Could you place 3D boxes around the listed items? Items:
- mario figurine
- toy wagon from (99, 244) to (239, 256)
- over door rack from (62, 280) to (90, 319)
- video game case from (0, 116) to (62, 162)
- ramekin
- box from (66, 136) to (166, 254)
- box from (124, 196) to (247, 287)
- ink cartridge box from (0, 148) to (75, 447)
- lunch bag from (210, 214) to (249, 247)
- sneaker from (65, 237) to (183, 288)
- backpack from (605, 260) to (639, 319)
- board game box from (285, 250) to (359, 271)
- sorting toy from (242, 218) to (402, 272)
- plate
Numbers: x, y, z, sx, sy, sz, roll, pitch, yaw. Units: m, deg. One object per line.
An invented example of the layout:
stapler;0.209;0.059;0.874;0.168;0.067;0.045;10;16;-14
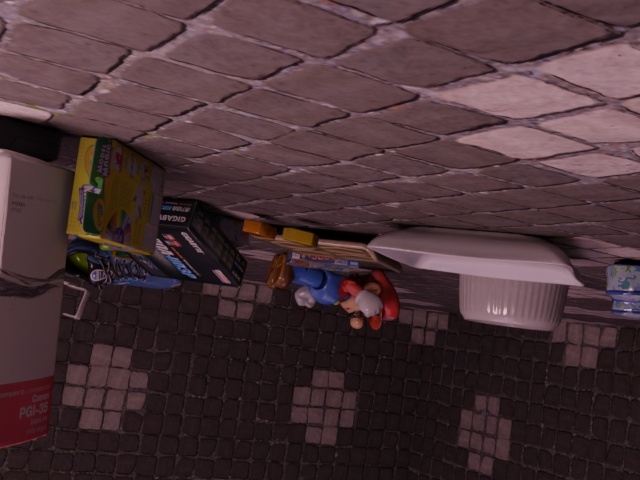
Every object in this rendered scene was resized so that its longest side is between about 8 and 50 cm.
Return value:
mario figurine;0.033;0.139;2.004;0.320;0.170;0.198;17;-153;-13
toy wagon;-0.346;0.020;1.885;0.267;0.068;0.344;11;173;-25
over door rack;-0.560;0.001;1.490;0.324;0.108;0.239;27;168;16
video game case;-0.440;-0.115;0.889;0.274;0.035;0.248;12;173;-32
ramekin;0.354;0.104;1.585;0.207;0.109;0.207;7;174;1
box;-0.221;-0.046;0.929;0.043;0.105;0.179;6;173;8
box;-0.235;0.001;1.357;0.175;0.051;0.220;6;156;20
ink cartridge box;-0.375;0.051;0.869;0.207;0.283;0.117;5;178;19
lunch bag;-0.172;-0.012;1.437;0.083;0.053;0.071;-12;163;39
sneaker;-0.485;0.071;2.065;0.330;0.130;0.147;5;-158;17
backpack;0.477;0.075;1.277;0.105;0.084;0.114;2;169;28
board game box;0.002;0.035;1.740;0.136;0.035;0.201;8;174;-3
sorting toy;0.000;0.000;1.429;0.229;0.041;0.307;10;175;18
plate;0.238;0.021;1.260;0.278;0.045;0.277;5;174;22
